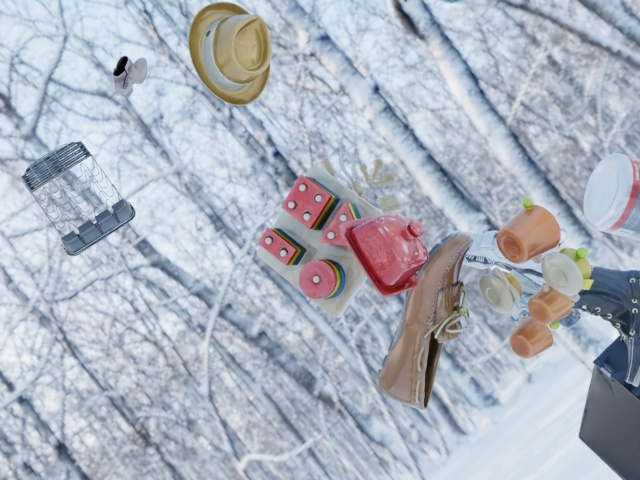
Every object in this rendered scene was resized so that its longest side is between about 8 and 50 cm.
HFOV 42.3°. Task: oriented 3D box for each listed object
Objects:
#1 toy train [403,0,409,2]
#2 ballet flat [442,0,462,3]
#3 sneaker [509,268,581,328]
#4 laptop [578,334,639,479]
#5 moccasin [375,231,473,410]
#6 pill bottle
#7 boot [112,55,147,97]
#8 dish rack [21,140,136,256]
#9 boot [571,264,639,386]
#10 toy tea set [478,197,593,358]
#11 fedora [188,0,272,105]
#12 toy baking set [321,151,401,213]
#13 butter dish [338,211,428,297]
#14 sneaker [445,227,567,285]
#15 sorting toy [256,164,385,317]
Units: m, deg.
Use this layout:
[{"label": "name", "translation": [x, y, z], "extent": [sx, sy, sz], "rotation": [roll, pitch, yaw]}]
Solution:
[{"label": "toy train", "translation": [0.167, -0.504, 1.679], "extent": [0.017, 0.083, 0.023], "rotation": [-24, -58, 5]}, {"label": "ballet flat", "translation": [0.251, -0.488, 1.524], "extent": [0.077, 0.079, 0.221], "rotation": [-6, 20, 18]}, {"label": "sneaker", "translation": [0.553, 0.179, 2.111], "extent": [0.122, 0.110, 0.283], "rotation": [-59, 22, 5]}, {"label": "laptop", "translation": [0.831, 0.396, 1.890], "extent": [0.408, 0.382, 0.236], "rotation": [-46, -45, 1]}, {"label": "moccasin", "translation": [0.233, 0.165, 1.663], "extent": [0.139, 0.147, 0.379], "rotation": [-3, -65, -64]}, {"label": "pill bottle", "translation": [0.910, -0.091, 2.196], "extent": [0.210, 0.363, 0.210], "rotation": [-167, 90, -80]}, {"label": "boot", "translation": [-0.403, -0.362, 1.746], "extent": [0.087, 0.042, 0.118], "rotation": [87, -162, -65]}, {"label": "dish rack", "translation": [-0.635, -0.120, 2.139], "extent": [0.208, 0.271, 0.074], "rotation": [-34, -18, -14]}, {"label": "boot", "translation": [0.576, 0.159, 1.640], "extent": [0.085, 0.179, 0.236], "rotation": [45, -121, -65]}, {"label": "toy tea set", "translation": [0.419, 0.076, 1.581], "extent": [0.124, 0.200, 0.336], "rotation": [-31, -30, -28]}, {"label": "fedora", "translation": [-0.140, -0.337, 1.453], "extent": [0.079, 0.194, 0.194], "rotation": [-12, 10, 45]}, {"label": "toy baking set", "translation": [0.117, -0.149, 2.344], "extent": [0.030, 0.256, 0.196], "rotation": [-31, -53, -51]}, {"label": "butter dish", "translation": [0.137, 0.005, 1.499], "extent": [0.118, 0.160, 0.160], "rotation": [-39, -14, 30]}, {"label": "sneaker", "translation": [0.579, -0.006, 2.564], "extent": [0.137, 0.366, 0.210], "rotation": [-49, -25, -55]}, {"label": "sorting toy", "translation": [0.000, 0.000, 1.856], "extent": [0.257, 0.255, 0.089], "rotation": [-57, -21, 12]}]
